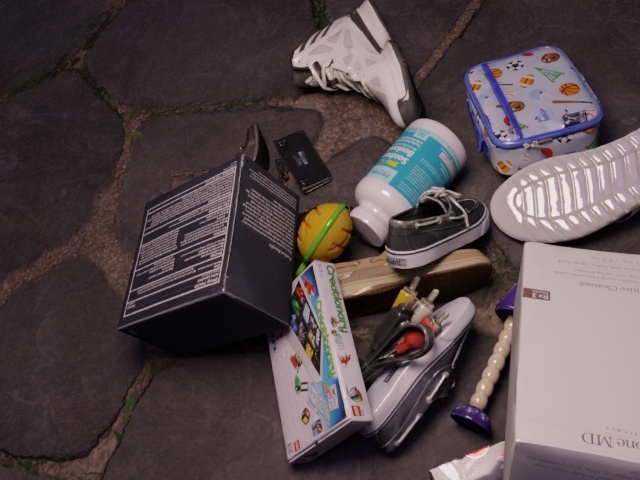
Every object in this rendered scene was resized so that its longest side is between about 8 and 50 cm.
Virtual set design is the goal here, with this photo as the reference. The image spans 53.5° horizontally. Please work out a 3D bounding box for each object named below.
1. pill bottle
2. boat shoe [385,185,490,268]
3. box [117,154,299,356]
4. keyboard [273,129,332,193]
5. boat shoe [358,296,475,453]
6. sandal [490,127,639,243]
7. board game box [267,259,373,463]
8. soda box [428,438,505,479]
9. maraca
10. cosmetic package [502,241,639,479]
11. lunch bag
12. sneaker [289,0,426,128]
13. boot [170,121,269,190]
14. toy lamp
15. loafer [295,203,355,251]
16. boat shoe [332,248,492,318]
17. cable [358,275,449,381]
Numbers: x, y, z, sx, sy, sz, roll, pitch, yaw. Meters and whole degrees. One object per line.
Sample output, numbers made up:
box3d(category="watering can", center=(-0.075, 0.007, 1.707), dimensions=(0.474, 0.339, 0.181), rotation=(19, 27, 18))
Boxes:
box3d(category="pill bottle", center=(0.170, -0.113, 1.300), dimensions=(0.146, 0.146, 0.264), rotation=(31, 71, 30))
box3d(category="boat shoe", center=(0.221, -0.046, 1.186), dimensions=(0.306, 0.105, 0.113), rotation=(-22, 25, -40))
box3d(category="box", center=(-0.211, 0.041, 1.239), dimensions=(0.296, 0.182, 0.294), rotation=(-20, 51, 34))
box3d(category="keyboard", center=(-0.055, -0.180, 1.483), dimensions=(0.108, 0.023, 0.180), rotation=(-24, 54, -8))
box3d(category="boat shoe", center=(0.184, 0.235, 1.107), dimensions=(0.102, 0.108, 0.301), rotation=(44, 75, -10))
box3d(category="sandal", center=(0.539, -0.099, 1.217), dimensions=(0.416, 0.102, 0.170), rotation=(-21, 69, 18))
box3d(category="board game box", center=(-0.016, 0.214, 1.136), dimensions=(0.193, 0.053, 0.305), rotation=(-45, 45, 38))
box3d(category="soda box", center=(0.264, 0.371, 1.025), dimensions=(0.168, 0.053, 0.060), rotation=(-23, 55, 1))
box3d(category="maraca", center=(0.000, 0.000, 1.253), dimensions=(0.099, 0.186, 0.127), rotation=(37, 41, 5))
box3d(category="cosmetic package", center=(0.378, 0.186, 0.894), dimensions=(0.217, 0.156, 0.385), rotation=(6, 39, 13))
box3d(category="lunch bag", center=(0.431, -0.273, 1.328), dimensions=(0.243, 0.115, 0.303), rotation=(-13, 47, 6))
box3d(category="sneaker", center=(0.077, -0.374, 1.507), dimensions=(0.257, 0.169, 0.448), rotation=(-25, 47, 10))
box3d(category="boot", center=(-0.242, -0.156, 1.478), dimensions=(0.228, 0.091, 0.263), rotation=(-5, 60, 12))
box3d(category="toy lamp", center=(0.312, 0.196, 1.106), dimensions=(0.080, 0.080, 0.275), rotation=(19, 65, 25))
box3d(category="loafer", center=(-0.023, -0.038, 1.348), dimensions=(0.219, 0.078, 0.080), rotation=(-17, 56, 5))
box3d(category="boat shoe", center=(0.150, 0.059, 1.212), dimensions=(0.340, 0.122, 0.110), rotation=(-12, 56, 10))
box3d(category="cable", center=(0.115, 0.203, 1.111), dimensions=(0.287, 0.072, 0.139), rotation=(-55, 40, 19))
